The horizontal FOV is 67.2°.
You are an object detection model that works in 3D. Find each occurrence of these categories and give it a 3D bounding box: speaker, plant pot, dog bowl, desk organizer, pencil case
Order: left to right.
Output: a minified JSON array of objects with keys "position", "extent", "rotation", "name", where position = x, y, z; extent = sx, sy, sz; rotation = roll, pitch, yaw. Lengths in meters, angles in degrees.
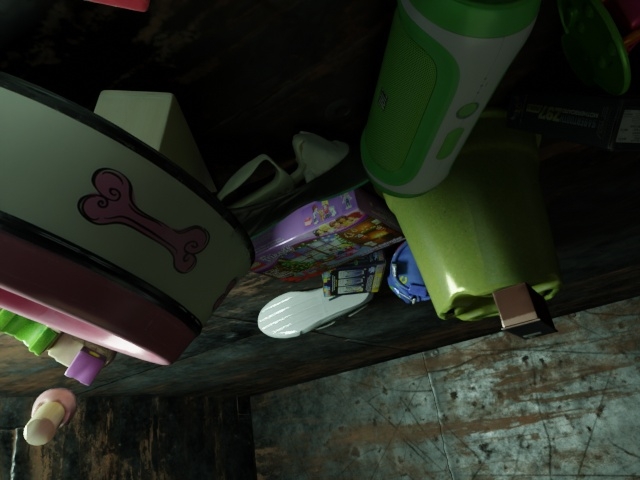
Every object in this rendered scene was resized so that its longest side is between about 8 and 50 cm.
[{"position":[-0.288,0.007,0.525],"extent":[0.408,0.150,0.408],"rotation":[18,158,8],"name":"dog bowl"},{"position":[0.203,0.069,1.007],"extent":[0.120,0.133,0.306],"rotation":[20,175,9],"name":"pencil case"},{"position":[0.120,-0.165,0.522],"extent":[0.131,0.131,0.296],"rotation":[-7,156,-7],"name":"speaker"},{"position":[0.240,-0.019,0.749],"extent":[0.276,0.253,0.276],"rotation":[-8,157,-4],"name":"plant pot"},{"position":[0.274,0.097,0.643],"extent":[0.047,0.050,0.130],"rotation":[-23,153,27],"name":"desk organizer"}]

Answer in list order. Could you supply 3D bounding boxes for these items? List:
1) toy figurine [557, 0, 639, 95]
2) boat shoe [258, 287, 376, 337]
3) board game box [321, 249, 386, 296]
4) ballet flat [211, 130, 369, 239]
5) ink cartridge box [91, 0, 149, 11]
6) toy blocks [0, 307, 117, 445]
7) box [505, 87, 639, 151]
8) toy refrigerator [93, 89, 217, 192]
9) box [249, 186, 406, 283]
[{"position":[0.348,-0.242,0.490],"extent":[0.159,0.130,0.173],"rotation":[-29,173,18],"name":"toy figurine"},{"position":[-0.001,0.191,1.294],"extent":[0.335,0.121,0.119],"rotation":[-19,151,15],"name":"boat shoe"},{"position":[0.074,0.075,1.133],"extent":[0.141,0.048,0.170],"rotation":[-6,152,-3],"name":"board game box"},{"position":[-0.036,-0.085,0.662],"extent":[0.281,0.095,0.096],"rotation":[-30,126,-9],"name":"ballet flat"},{"position":[-0.181,-0.233,0.258],"extent":[0.176,0.128,0.127],"rotation":[1,154,-24],"name":"ink cartridge box"},{"position":[-0.465,0.125,0.825],"extent":[0.289,0.309,0.260],"rotation":[37,167,-13],"name":"toy blocks"},{"position":[0.390,-0.155,0.609],"extent":[0.233,0.183,0.059],"rotation":[-2,112,-16],"name":"box"},{"position":[-0.208,-0.067,0.638],"extent":[0.094,0.102,0.269],"rotation":[4,157,3],"name":"toy refrigerator"},{"position":[0.000,0.000,0.942],"extent":[0.293,0.057,0.201],"rotation":[-24,153,29],"name":"box"}]
